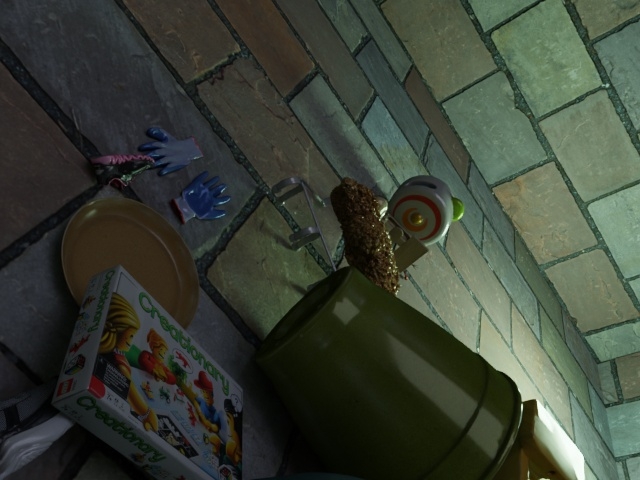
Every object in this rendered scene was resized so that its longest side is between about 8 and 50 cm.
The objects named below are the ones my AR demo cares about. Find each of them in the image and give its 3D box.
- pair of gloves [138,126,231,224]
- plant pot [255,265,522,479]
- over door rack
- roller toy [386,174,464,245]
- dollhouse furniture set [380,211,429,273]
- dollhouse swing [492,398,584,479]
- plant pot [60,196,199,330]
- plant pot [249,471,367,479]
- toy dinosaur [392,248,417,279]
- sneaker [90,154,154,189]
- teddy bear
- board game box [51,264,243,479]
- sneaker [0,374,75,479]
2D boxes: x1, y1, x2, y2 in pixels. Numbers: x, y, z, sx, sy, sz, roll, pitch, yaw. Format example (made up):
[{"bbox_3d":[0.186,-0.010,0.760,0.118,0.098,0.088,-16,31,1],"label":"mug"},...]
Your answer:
[{"bbox_3d":[-0.245,-0.122,1.040,0.198,0.023,0.159,61,30,-5],"label":"pair of gloves"},{"bbox_3d":[0.086,0.246,0.993,0.353,0.366,0.366,46,32,-5],"label":"plant pot"},{"bbox_3d":[0.000,0.000,1.261,0.239,0.108,0.324,70,17,9],"label":"over door rack"},{"bbox_3d":[0.296,-0.085,1.685,0.191,0.209,0.146,46,32,-3],"label":"roller toy"},{"bbox_3d":[0.231,-0.022,1.566,0.144,0.123,0.151,46,39,0],"label":"dollhouse furniture set"},{"bbox_3d":[0.292,0.507,1.055,0.315,0.347,0.305,47,33,-26],"label":"dollhouse swing"},{"bbox_3d":[-0.281,0.048,0.843,0.236,0.032,0.236,38,38,-37],"label":"plant pot"},{"bbox_3d":[-0.017,0.420,0.759,0.165,0.234,0.165,-26,90,-60],"label":"plant pot"},{"bbox_3d":[0.233,0.072,1.635,0.090,0.047,0.082,15,57,-11],"label":"toy dinosaur"},{"bbox_3d":[-0.315,-0.110,0.911,0.119,0.047,0.057,-16,102,-59],"label":"sneaker"},{"bbox_3d":[0.118,0.022,1.218,0.245,0.113,0.337,52,22,-46],"label":"teddy bear"},{"bbox_3d":[-0.197,0.199,0.729,0.305,0.053,0.193,58,14,-37],"label":"board game box"},{"bbox_3d":[-0.360,0.172,0.550,0.153,0.101,0.268,62,32,-7],"label":"sneaker"}]
